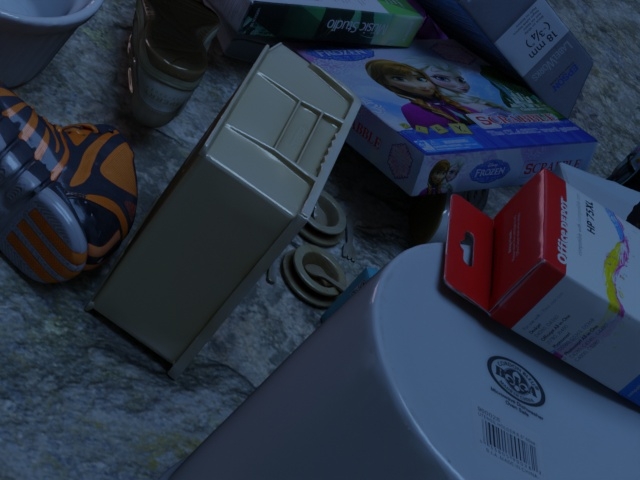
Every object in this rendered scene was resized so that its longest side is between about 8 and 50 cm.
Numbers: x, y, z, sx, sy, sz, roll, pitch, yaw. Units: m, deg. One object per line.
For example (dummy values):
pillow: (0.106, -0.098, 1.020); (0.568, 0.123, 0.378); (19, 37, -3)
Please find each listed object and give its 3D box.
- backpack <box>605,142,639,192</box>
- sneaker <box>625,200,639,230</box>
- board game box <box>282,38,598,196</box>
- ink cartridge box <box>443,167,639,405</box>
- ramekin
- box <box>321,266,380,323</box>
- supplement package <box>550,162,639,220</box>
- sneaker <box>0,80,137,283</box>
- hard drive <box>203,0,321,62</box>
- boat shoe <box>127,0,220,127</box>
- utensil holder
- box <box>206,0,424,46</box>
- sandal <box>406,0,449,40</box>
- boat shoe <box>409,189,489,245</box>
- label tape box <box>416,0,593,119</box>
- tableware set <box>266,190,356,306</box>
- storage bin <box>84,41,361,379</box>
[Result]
backpack: (0.546, -0.088, 2.249); (0.166, 0.188, 0.144); (36, 35, -8)
sneaker: (0.454, 0.084, 1.700); (0.131, 0.112, 0.319); (19, 45, -23)
board game box: (0.153, -0.175, 1.936); (0.318, 0.066, 0.318); (-7, 36, -38)
ink cartridge box: (0.220, 0.032, 1.229); (0.231, 0.078, 0.134); (31, 36, -15)
ramekin: (-0.389, -0.299, 1.611); (0.277, 0.135, 0.277); (25, 38, -22)
box: (0.129, 0.108, 1.714); (0.244, 0.100, 0.060); (16, 41, -33)
supplement package: (0.357, 0.078, 1.879); (0.199, 0.198, 0.263); (17, 42, -30)
sneaker: (-0.318, -0.107, 1.510); (0.321, 0.124, 0.180); (54, 31, -2)
hard drive: (-0.094, -0.367, 2.055); (0.203, 0.040, 0.308); (8, 47, -39)
boat shoe: (-0.190, -0.231, 1.770); (0.109, 0.098, 0.302); (22, 24, -15)
utensil holder: (0.060, 0.232, 1.266); (0.327, 0.385, 0.328); (26, 37, -22)
box: (-0.042, -0.356, 1.965); (0.322, 0.058, 0.232); (-4, 43, -42)
sandal: (0.181, -0.399, 2.299); (0.169, 0.102, 0.416); (39, 36, -3)
boat shoe: (0.187, -0.071, 1.961); (0.096, 0.098, 0.277); (32, 35, -13)
label tape box: (0.278, -0.293, 2.113); (0.333, 0.106, 0.240); (44, 1, -29)
tableware set: (0.000, 0.000, 1.755); (0.128, 0.039, 0.194); (26, 38, -22)
storage bin: (-0.097, -0.040, 1.510); (0.123, 0.262, 0.260); (35, 36, -7)
